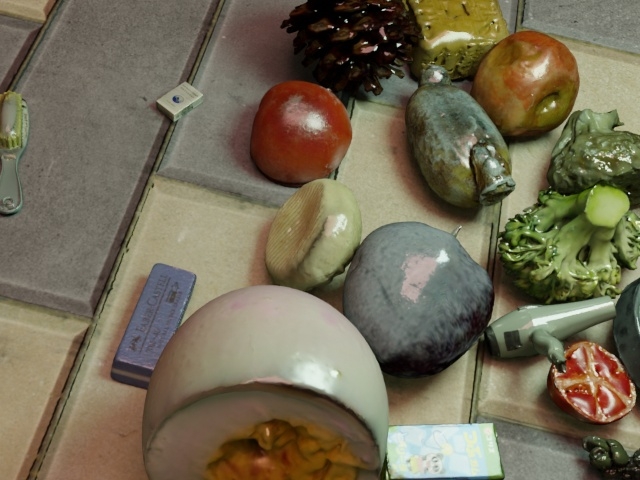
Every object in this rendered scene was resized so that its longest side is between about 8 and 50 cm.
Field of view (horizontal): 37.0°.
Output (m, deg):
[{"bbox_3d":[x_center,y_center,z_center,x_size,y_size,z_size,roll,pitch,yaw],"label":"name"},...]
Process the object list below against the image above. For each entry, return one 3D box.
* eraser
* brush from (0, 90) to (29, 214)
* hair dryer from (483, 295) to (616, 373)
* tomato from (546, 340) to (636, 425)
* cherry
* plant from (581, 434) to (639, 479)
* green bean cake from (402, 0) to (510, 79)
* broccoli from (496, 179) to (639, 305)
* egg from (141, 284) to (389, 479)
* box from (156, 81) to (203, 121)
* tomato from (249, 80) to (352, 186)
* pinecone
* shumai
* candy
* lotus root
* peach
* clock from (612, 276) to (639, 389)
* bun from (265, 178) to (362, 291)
[{"bbox_3d":[-0.283,0.143,1.631,0.082,0.036,0.225,17,54,1],"label":"eraser"},{"bbox_3d":[-0.584,-0.180,1.798,0.068,0.060,0.296,-3,55,-13],"label":"brush"},{"bbox_3d":[0.428,0.154,1.613,0.229,0.267,0.092,-20,101,-18],"label":"hair dryer"},{"bbox_3d":[0.458,0.256,1.643,0.156,0.069,0.155,8,54,-11],"label":"tomato"},{"bbox_3d":[0.163,0.092,1.618,0.255,0.218,0.296,41,61,-9],"label":"cherry"},{"bbox_3d":[0.513,0.369,1.572,0.174,0.087,0.085,18,25,-2],"label":"plant"},{"bbox_3d":[0.287,-0.462,2.085,0.224,0.131,0.229,-6,55,-11],"label":"green bean cake"},{"bbox_3d":[0.477,-0.003,1.722,0.248,0.245,0.288,46,69,6],"label":"broccoli"},{"bbox_3d":[-0.078,0.215,1.437,0.355,0.354,0.339,6,36,-4],"label":"egg"},{"bbox_3d":[-0.285,-0.282,1.937,0.054,0.024,0.083,39,58,16],"label":"box"},{"bbox_3d":[-0.036,-0.225,1.856,0.199,0.112,0.227,4,69,1],"label":"tomato"},{"bbox_3d":[0.057,-0.428,1.942,0.242,0.298,0.295,-32,100,4],"label":"pinecone"},{"bbox_3d":[0.563,-0.177,1.893,0.256,0.189,0.218,-1,57,-16],"label":"shumai"},{"bbox_3d":[0.191,0.351,1.541,0.195,0.062,0.097,1,54,-8],"label":"candy"},{"bbox_3d":[0.260,-0.197,1.884,0.175,0.175,0.349,-11,53,-16],"label":"lotus root"},{"bbox_3d":[0.411,-0.303,1.956,0.214,0.214,0.235,36,74,16],"label":"peach"},{"bbox_3d":[0.672,0.184,1.691,0.319,0.066,0.318,10,55,-15],"label":"clock"},{"bbox_3d":[0.000,0.000,1.703,0.128,0.222,0.222,30,48,-30],"label":"bun"}]
